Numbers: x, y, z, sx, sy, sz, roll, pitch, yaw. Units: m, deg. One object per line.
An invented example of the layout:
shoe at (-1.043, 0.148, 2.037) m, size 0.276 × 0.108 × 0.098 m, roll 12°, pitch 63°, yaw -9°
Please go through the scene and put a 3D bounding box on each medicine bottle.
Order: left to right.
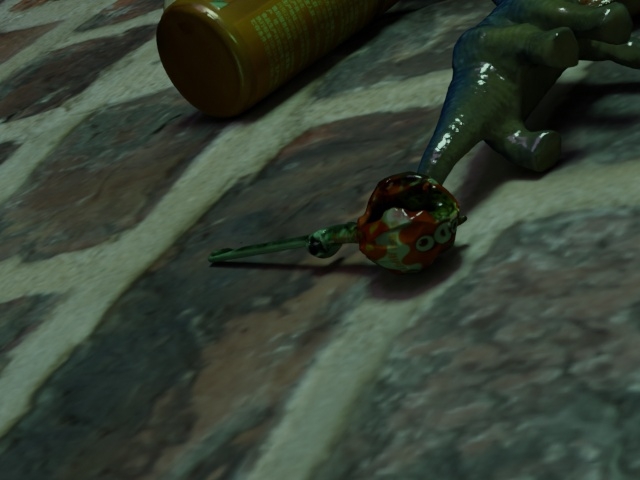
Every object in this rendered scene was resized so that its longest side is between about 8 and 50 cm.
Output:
medicine bottle at (-0.028, -0.176, 1.122) m, size 0.096 × 0.096 × 0.192 m, roll 2°, pitch 33°, yaw 46°

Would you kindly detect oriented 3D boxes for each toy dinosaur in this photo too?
toy dinosaur at (0.091, -0.103, 0.865) m, size 0.248 × 0.075 × 0.188 m, roll -42°, pitch 33°, yaw -21°

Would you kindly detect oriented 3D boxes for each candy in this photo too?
candy at (0.000, 0.000, 0.786) m, size 0.185 × 0.049 × 0.055 m, roll -11°, pitch 17°, yaw 46°

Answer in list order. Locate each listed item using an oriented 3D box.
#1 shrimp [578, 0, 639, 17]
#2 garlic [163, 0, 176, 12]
shrimp at (0.198, -0.171, 0.974) m, size 0.180 × 0.041 × 0.099 m, roll -29°, pitch 20°, yaw -12°
garlic at (-0.079, -0.241, 1.325) m, size 0.124 × 0.099 × 0.174 m, roll -24°, pitch 18°, yaw 39°
